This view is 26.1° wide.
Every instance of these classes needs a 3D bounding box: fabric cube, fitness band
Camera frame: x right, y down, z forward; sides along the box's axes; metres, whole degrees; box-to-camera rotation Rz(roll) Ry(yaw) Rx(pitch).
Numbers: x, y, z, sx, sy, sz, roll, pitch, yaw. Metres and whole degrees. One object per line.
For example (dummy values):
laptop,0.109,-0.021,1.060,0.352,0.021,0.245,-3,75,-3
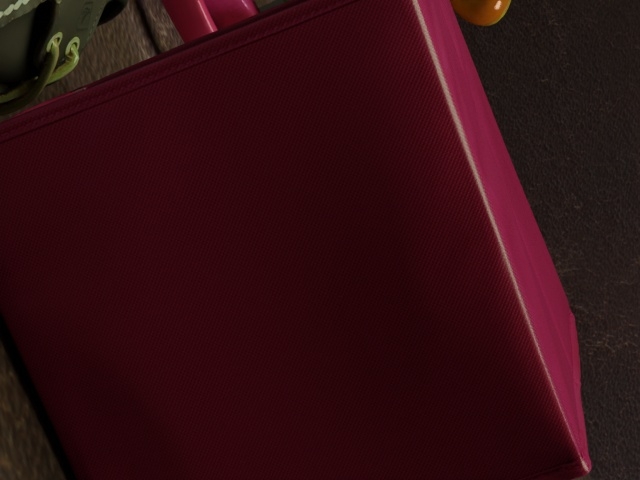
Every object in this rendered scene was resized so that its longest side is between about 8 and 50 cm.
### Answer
fabric cube,-0.013,0.004,0.771,0.259,0.254,0.258,-62,130,-74
fitness band,-0.084,-0.166,1.217,0.291,0.054,0.209,55,17,-52

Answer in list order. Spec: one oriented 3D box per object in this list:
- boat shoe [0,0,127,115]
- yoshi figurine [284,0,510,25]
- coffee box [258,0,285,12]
boat shoe,-0.157,-0.122,0.694,0.097,0.116,0.324,62,9,-18
yoshi figurine,0.034,-0.241,1.264,0.362,0.203,0.203,21,71,-49
coffee box,0.021,-0.139,1.489,0.141,0.098,0.246,5,65,-74
